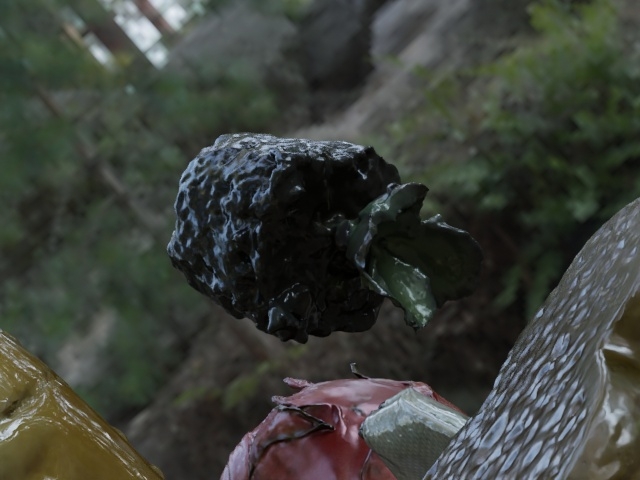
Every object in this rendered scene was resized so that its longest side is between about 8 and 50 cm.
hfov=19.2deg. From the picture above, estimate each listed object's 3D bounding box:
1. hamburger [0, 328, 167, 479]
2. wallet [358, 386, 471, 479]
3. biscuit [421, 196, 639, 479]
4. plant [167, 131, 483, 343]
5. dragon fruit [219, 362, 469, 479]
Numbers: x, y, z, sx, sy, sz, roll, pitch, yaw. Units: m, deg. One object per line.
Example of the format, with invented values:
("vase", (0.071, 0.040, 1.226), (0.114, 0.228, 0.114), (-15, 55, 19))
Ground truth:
("hamburger", (-0.132, 0.126, 0.681), (0.144, 0.259, 0.283), (-50, 21, -25))
("wallet", (0.165, 0.197, 0.857), (0.068, 0.335, 0.275), (-48, 19, -23))
("biscuit", (0.057, 0.116, 0.637), (0.183, 0.047, 0.320), (-55, 3, 44))
("plant", (0.000, 0.000, 1.251), (0.142, 0.203, 0.131), (1, -83, -41))
("dragon fruit", (0.039, 0.220, 1.379), (0.241, 0.252, 0.241), (-21, -60, -42))
